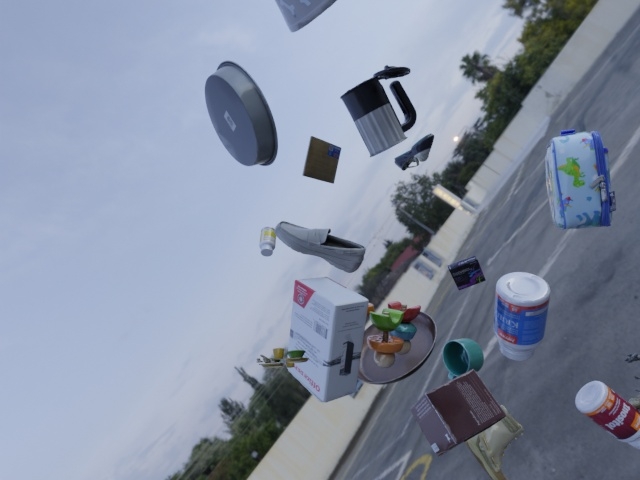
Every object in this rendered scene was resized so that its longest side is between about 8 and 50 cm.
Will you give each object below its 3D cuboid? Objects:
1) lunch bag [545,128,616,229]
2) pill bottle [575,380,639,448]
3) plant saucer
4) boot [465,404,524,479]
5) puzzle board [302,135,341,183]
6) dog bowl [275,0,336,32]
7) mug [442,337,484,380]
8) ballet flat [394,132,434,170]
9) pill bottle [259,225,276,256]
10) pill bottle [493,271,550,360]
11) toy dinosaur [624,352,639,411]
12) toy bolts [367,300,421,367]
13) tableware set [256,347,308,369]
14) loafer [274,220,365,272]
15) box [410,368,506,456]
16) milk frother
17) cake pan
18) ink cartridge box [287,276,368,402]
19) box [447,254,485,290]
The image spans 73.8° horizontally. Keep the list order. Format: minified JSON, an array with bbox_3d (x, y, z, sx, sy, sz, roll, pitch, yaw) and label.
[{"bbox_3d":[0.472,-0.113,0.792,0.219,0.090,0.175,-15,-84,-65],"label":"lunch bag"},{"bbox_3d":[0.681,0.404,0.983,0.086,0.152,0.086,-52,-5,-6],"label":"pill bottle"},{"bbox_3d":[0.236,0.347,1.371,0.311,0.050,0.310,-28,22,12],"label":"plant saucer"},{"bbox_3d":[0.653,0.741,1.533,0.204,0.262,0.095,-36,5,-1],"label":"boot"},{"bbox_3d":[0.004,-0.199,1.064,0.128,0.011,0.096,4,-81,-54],"label":"puzzle board"},{"bbox_3d":[0.025,-0.654,0.997,0.349,0.102,0.348,-32,32,23],"label":"dog bowl"},{"bbox_3d":[0.521,0.429,1.559,0.098,0.129,0.157,-2,-32,-28],"label":"mug"},{"bbox_3d":[0.331,-0.294,1.461,0.074,0.074,0.203,-46,7,-29],"label":"ballet flat"},{"bbox_3d":[-0.210,0.005,1.696,0.065,0.065,0.116,115,162,-45],"label":"pill bottle"},{"bbox_3d":[0.514,0.202,1.099,0.124,0.124,0.221,-42,-48,-40],"label":"pill bottle"},{"bbox_3d":[0.798,0.301,0.983,0.268,0.118,0.064,-49,-15,30],"label":"toy dinosaur"},{"bbox_3d":[0.186,0.274,1.281,0.229,0.218,0.158,0,-86,-44],"label":"toy bolts"},{"bbox_3d":[-0.076,0.242,0.880,0.154,0.104,0.024,91,176,-66],"label":"tableware set"},{"bbox_3d":[0.000,0.000,1.450,0.112,0.320,0.111,-71,3,-59],"label":"loafer"},{"bbox_3d":[0.433,0.548,1.359,0.203,0.167,0.168,-17,-33,-22],"label":"box"},{"bbox_3d":[0.124,-0.247,0.807,0.129,0.134,0.143,-28,9,6],"label":"milk frother"},{"bbox_3d":[-0.222,-0.328,1.151,0.054,0.293,0.293,-32,-20,-27],"label":"cake pan"},{"bbox_3d":[0.012,0.259,1.150,0.114,0.197,0.272,-2,-74,-35],"label":"ink cartridge box"},{"bbox_3d":[0.583,0.130,1.696,0.116,0.029,0.162,-24,-47,16],"label":"box"}]
